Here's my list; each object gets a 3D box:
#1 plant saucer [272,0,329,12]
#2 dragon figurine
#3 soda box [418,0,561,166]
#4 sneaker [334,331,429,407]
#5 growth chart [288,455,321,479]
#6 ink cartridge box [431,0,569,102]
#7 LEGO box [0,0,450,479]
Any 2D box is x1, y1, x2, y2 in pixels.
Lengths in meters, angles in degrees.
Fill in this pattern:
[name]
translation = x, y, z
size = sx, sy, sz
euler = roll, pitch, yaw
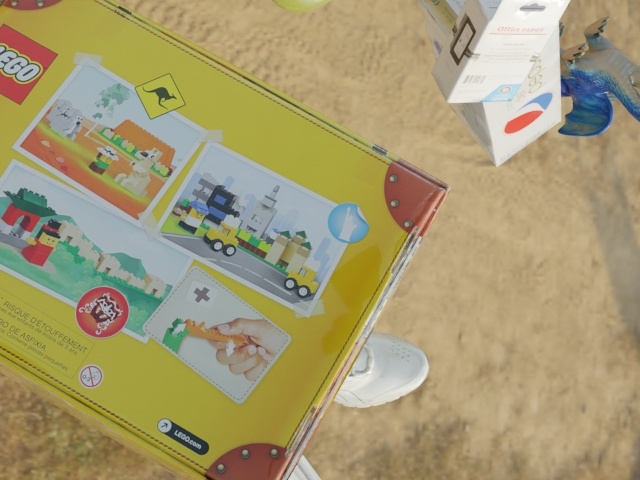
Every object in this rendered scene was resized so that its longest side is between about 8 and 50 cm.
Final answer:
[plant saucer]
translation = 0.002, -0.424, 1.430
size = 0.241, 0.037, 0.241
euler = -31, 132, -42
[dragon figurine]
translation = 0.311, -0.177, 1.242
size = 0.085, 0.289, 0.144
euler = -49, 112, -19
[soda box]
translation = 0.132, -0.133, 0.797
size = 0.074, 0.069, 0.216
euler = 55, 2, 19
[sneaker]
translation = 0.002, 0.170, 1.456
size = 0.129, 0.297, 0.111
euler = 92, 0, -80
[growth chart]
translation = -0.047, 0.347, 1.291
size = 0.172, 0.021, 0.237
euler = 61, 30, -6
[ink cartridge box]
translation = 0.104, -0.119, 0.619
size = 0.048, 0.083, 0.028
euler = -5, 55, -24
[LEGO box]
translation = -0.181, 0.001, 1.099
size = 0.372, 0.500, 0.193
euler = -58, 174, -18
